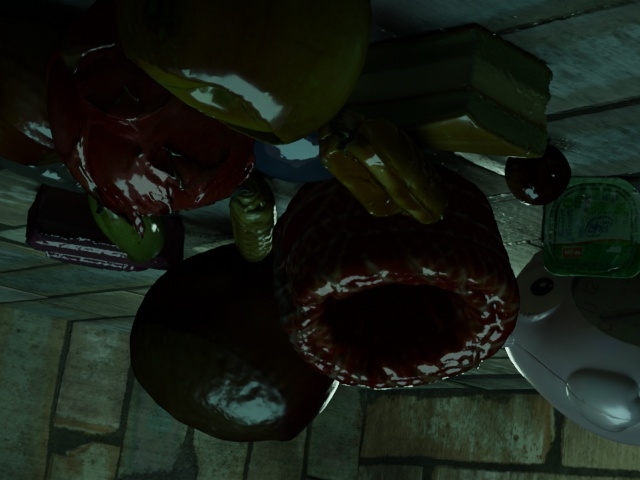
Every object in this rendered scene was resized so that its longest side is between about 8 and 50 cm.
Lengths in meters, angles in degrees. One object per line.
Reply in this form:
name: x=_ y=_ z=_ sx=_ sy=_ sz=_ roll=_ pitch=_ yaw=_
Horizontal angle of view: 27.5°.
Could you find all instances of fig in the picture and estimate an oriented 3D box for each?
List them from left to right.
fig: x=0.277 y=-0.094 z=1.770 sx=0.089 sy=0.089 sz=0.125 roll=14 pitch=-176 yaw=-26

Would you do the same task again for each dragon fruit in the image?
dragon fruit: x=-0.173 y=-0.144 z=1.381 sx=0.241 sy=0.252 sz=0.241 roll=-11 pitch=-153 yaw=5

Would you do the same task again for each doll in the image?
doll: x=-0.067 y=-0.153 z=1.573 sx=0.258 sy=0.154 sz=0.228 roll=-1 pitch=163 yaw=5

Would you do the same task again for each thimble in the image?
thimble: x=0.105 y=0.054 z=1.928 sx=0.350 sy=0.231 sz=0.350 roll=-3 pitch=138 yaw=-3

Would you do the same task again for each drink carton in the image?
drink carton: x=0.413 y=-0.014 z=1.921 sx=0.146 sy=0.144 sz=0.142 roll=2 pitch=176 yaw=24

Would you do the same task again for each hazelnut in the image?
hazelnut: x=-0.332 y=-0.183 z=1.538 sx=0.181 sy=0.181 sz=0.212 roll=-18 pitch=179 yaw=-22
hazelnut: x=-0.141 y=0.175 z=2.464 sx=0.421 sy=0.421 sz=0.353 roll=-2 pitch=147 yaw=34

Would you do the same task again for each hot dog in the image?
hot dog: x=0.068 y=-0.076 z=1.440 sx=0.115 sy=0.072 sz=0.269 roll=5 pitch=167 yaw=18

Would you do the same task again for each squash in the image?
squash: x=-0.277 y=-0.034 z=1.877 sx=0.094 sy=0.094 sz=0.341 roll=6 pitch=163 yaw=5

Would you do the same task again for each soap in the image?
soap: x=-0.385 y=-0.013 z=2.379 sx=0.289 sy=0.112 sz=0.182 roll=12 pitch=167 yaw=-20

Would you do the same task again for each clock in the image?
clock: x=0.490 y=0.171 z=2.218 sx=0.376 sy=0.368 sz=0.251 roll=20 pitch=132 yaw=21

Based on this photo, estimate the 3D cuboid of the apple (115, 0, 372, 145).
apple: x=-0.068 y=-0.197 z=1.197 sx=0.237 sy=0.208 sz=0.237 roll=8 pitch=165 yaw=2

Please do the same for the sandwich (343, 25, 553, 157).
sandwich: x=0.140 y=-0.153 z=1.472 sx=0.187 sy=0.117 sz=0.144 roll=-5 pitch=159 yaw=40

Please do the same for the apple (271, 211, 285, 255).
apple: x=0.000 y=0.000 z=2.142 sx=0.163 sy=0.163 sz=0.139 roll=2 pitch=142 yaw=22

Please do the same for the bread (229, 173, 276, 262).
bread: x=-0.113 y=-0.032 z=2.212 sx=0.077 sy=0.084 sz=0.367 roll=13 pitch=167 yaw=0

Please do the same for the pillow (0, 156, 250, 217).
pillow: x=-0.297 y=-0.118 z=1.923 sx=0.326 sy=0.101 sz=0.228 roll=16 pitch=161 yaw=-40
